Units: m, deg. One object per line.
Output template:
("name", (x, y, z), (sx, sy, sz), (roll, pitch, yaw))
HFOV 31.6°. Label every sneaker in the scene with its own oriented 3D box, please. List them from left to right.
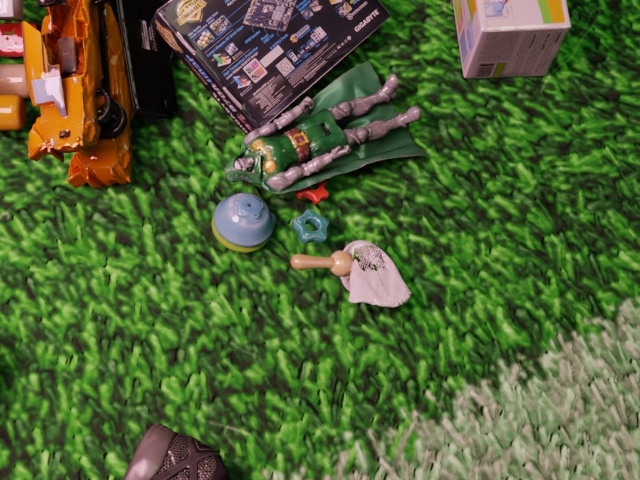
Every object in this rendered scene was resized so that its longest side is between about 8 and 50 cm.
("sneaker", (-0.150, 0.301, 1.097), (0.130, 0.087, 0.227), (19, 63, 9))

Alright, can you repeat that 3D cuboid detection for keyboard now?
("keyboard", (-0.203, -0.228, 1.294), (0.038, 0.100, 0.192), (-13, 81, 33))

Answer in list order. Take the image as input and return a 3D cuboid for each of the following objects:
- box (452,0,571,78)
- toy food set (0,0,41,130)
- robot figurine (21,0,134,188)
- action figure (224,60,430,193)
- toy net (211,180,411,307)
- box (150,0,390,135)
("box", (0.214, -0.307, 1.328), (0.103, 0.114, 0.203), (-3, 69, -5))
("toy food set", (-0.377, -0.240, 1.261), (0.105, 0.111, 0.232), (0, 97, 2))
("robot figurine", (-0.266, -0.213, 1.224), (0.085, 0.211, 0.291), (-11, 75, 9))
("action figure", (-0.003, -0.113, 1.252), (0.232, 0.063, 0.137), (-26, 70, -22))
("toy net", (0.000, 0.000, 1.245), (0.232, 0.045, 0.122), (33, 53, 5))
("box", (-0.055, -0.254, 1.298), (0.220, 0.051, 0.175), (-43, 98, -16))
